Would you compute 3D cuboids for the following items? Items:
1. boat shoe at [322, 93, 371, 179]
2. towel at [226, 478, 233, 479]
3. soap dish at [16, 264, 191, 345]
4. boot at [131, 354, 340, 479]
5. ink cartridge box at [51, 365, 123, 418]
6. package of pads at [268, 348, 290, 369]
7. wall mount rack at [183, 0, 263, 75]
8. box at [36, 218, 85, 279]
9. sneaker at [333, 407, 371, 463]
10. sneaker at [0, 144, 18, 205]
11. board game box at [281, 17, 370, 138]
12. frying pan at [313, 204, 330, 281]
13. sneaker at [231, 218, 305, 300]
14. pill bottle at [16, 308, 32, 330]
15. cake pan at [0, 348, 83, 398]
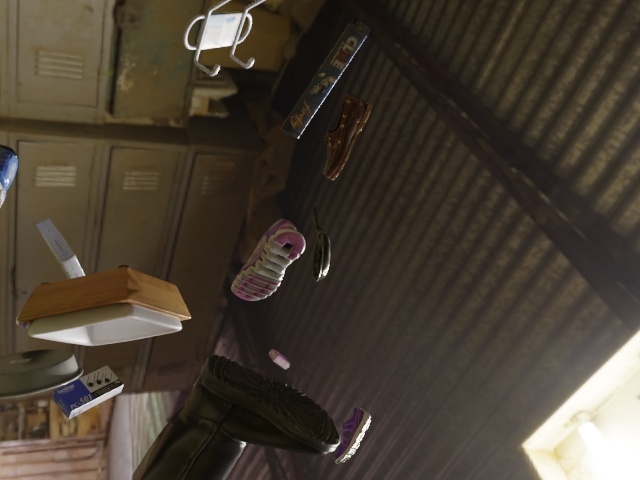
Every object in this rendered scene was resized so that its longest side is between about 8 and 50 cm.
[{"bbox_3d":[0.047,-0.250,1.512,0.207,0.073,0.073,-66,-161,11],"label":"boat shoe"},{"bbox_3d":[-0.180,0.762,1.671,0.038,0.247,0.325,-89,-163,-55],"label":"towel"},{"bbox_3d":[-0.471,0.149,1.382,0.290,0.229,0.118,-11,-109,19],"label":"soap dish"},{"bbox_3d":[-0.216,0.530,1.496,0.445,0.367,0.146,-57,-176,17],"label":"boot"},{"bbox_3d":[-0.768,0.499,2.073,0.097,0.207,0.046,42,-56,19],"label":"ink cartridge box"},{"bbox_3d":[-0.153,0.442,2.334,0.032,0.083,0.050,-44,-142,2],"label":"package of pads"},{"bbox_3d":[-0.260,-0.678,1.954,0.130,0.350,0.304,35,-57,12],"label":"wall mount rack"},{"bbox_3d":[-0.613,0.056,1.519,0.145,0.038,0.186,44,-28,30],"label":"box"},{"bbox_3d":[0.083,0.570,1.828,0.071,0.068,0.170,25,-105,26],"label":"sneaker"},{"bbox_3d":[-0.742,-0.124,1.352,0.329,0.130,0.147,-10,-134,39],"label":"sneaker"},{"bbox_3d":[0.012,-0.334,1.281,0.243,0.042,0.165,-53,-171,23],"label":"board game box"},{"bbox_3d":[-0.005,0.026,2.419,0.326,0.053,0.197,-99,-162,-58],"label":"frying pan"},{"bbox_3d":[-0.123,0.041,1.463,0.236,0.095,0.105,-49,-150,25],"label":"sneaker"},{"bbox_3d":[-0.877,0.258,1.952,0.067,0.120,0.067,-61,-177,5],"label":"pill bottle"},{"bbox_3d":[-0.766,0.336,1.604,0.293,0.293,0.054,-176,-99,-65],"label":"cake pan"}]
